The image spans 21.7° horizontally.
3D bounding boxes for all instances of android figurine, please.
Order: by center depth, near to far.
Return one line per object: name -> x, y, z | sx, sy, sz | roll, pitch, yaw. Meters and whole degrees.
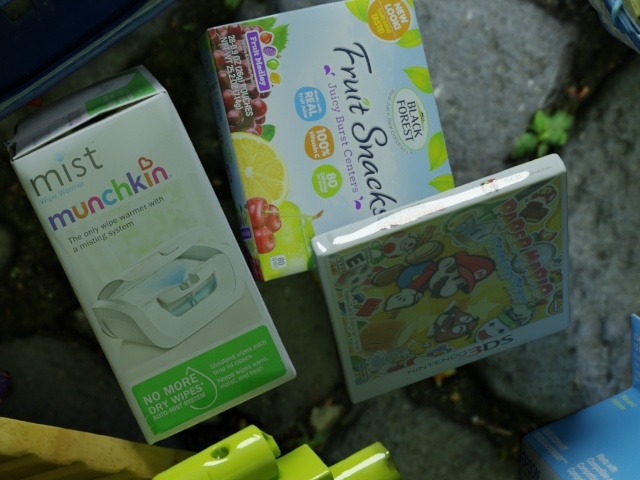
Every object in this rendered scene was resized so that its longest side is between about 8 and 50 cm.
android figurine -> -0.055, 0.257, 1.217 | 0.273, 0.056, 0.248 | -28, 123, -13

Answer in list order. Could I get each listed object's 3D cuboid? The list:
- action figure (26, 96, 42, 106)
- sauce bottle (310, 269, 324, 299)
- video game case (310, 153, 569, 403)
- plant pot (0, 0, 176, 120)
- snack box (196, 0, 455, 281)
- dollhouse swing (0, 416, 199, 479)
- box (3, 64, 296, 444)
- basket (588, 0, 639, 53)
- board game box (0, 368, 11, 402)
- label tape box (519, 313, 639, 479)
action figure -> -0.285, -0.117, 1.347 | 0.115, 0.038, 0.030 | -9, 124, -8
sauce bottle -> 0.000, 0.000, 1.408 | 0.042, 0.042, 0.128 | -28, 103, -3
video game case -> 0.106, 0.037, 1.369 | 0.206, 0.026, 0.227 | -19, 143, -5
plant pot -> -0.243, -0.241, 1.222 | 0.236, 0.236, 0.212 | -35, 82, -1
snack box -> 0.008, -0.085, 1.355 | 0.174, 0.070, 0.207 | -12, 92, -12
dollhouse swing -> -0.230, 0.318, 1.260 | 0.346, 0.315, 0.305 | 16, 69, -29
box -> -0.137, 0.000, 1.276 | 0.126, 0.262, 0.231 | -25, 102, -4
basket -> 0.286, -0.260, 1.277 | 0.201, 0.289, 0.255 | -32, 105, -2
board game box -> -0.359, 0.174, 1.367 | 0.146, 0.045, 0.193 | 22, 87, -14
label tape box -> 0.243, 0.256, 1.386 | 0.115, 0.249, 0.348 | -1, 101, -9
